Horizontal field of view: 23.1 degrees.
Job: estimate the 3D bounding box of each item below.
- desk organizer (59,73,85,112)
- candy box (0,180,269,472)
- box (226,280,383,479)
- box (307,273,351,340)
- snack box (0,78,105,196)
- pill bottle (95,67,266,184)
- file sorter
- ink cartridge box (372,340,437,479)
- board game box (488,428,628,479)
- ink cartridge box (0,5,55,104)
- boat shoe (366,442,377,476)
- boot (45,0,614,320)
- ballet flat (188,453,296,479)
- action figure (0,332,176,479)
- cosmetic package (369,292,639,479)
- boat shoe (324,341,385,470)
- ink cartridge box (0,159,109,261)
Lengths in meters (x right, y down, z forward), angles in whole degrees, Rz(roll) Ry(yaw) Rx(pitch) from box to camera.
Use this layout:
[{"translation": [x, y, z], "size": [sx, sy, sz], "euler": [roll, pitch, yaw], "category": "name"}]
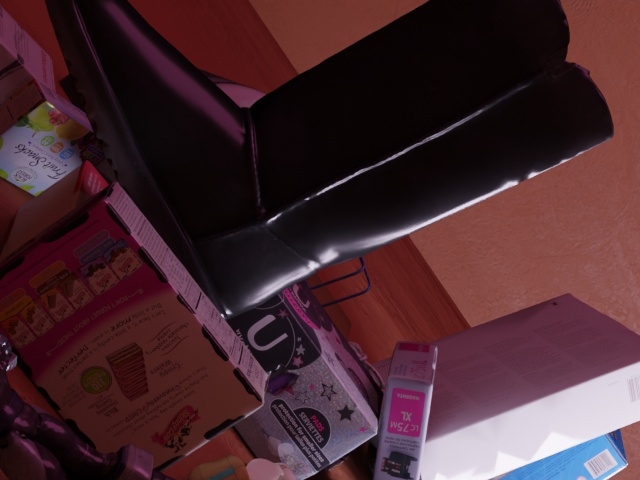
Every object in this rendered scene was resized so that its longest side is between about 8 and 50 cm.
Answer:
[{"translation": [-0.277, -0.163, 2.024], "size": [0.130, 0.047, 0.050], "euler": [57, 8, 6], "category": "desk organizer"}, {"translation": [-0.177, 0.087, 1.394], "size": [0.233, 0.159, 0.071], "euler": [54, 13, -12], "category": "candy box"}, {"translation": [-0.050, 0.141, 1.842], "size": [0.247, 0.142, 0.163], "euler": [54, 10, -6], "category": "box"}, {"translation": [-0.009, 0.098, 2.485], "size": [0.164, 0.021, 0.201], "euler": [54, 10, -7], "category": "box"}, {"translation": [-0.289, -0.101, 1.625], "size": [0.037, 0.100, 0.141], "euler": [60, 12, 28], "category": "snack box"}, {"translation": [-0.126, -0.075, 1.724], "size": [0.210, 0.210, 0.363], "euler": [52, -7, -21], "category": "pill bottle"}, {"translation": [0.000, 0.000, 2.354], "size": [0.118, 0.105, 0.170], "euler": [-111, -179, -52], "category": "file sorter"}, {"translation": [0.093, 0.294, 1.909], "size": [0.186, 0.065, 0.311], "euler": [-56, 152, -79], "category": "ink cartridge box"}, {"translation": [0.299, 0.344, 2.326], "size": [0.086, 0.308, 0.302], "euler": [54, 10, -1], "category": "board game box"}, {"translation": [-0.364, -0.213, 1.757], "size": [0.135, 0.056, 0.099], "euler": [48, 13, -34], "category": "ink cartridge box"}, {"translation": [0.120, 0.343, 2.186], "size": [0.257, 0.095, 0.095], "euler": [-93, 170, -71], "category": "boat shoe"}, {"translation": [0.012, -0.159, 1.464], "size": [0.146, 0.445, 0.367], "euler": [-121, -173, -70], "category": "boot"}, {"translation": [-0.060, 0.261, 1.619], "size": [0.080, 0.073, 0.232], "euler": [60, 11, 19], "category": "ballet flat"}, {"translation": [-0.229, 0.147, 1.176], "size": [0.285, 0.099, 0.185], "euler": [48, 19, -18], "category": "action figure"}, {"translation": [0.254, 0.208, 2.182], "size": [0.284, 0.377, 0.097], "euler": [-139, -147, -65], "category": "cosmetic package"}, {"translation": [0.022, 0.189, 2.116], "size": [0.113, 0.105, 0.306], "euler": [53, 11, -17], "category": "boat shoe"}, {"translation": [-0.197, 0.063, 1.536], "size": [0.237, 0.100, 0.172], "euler": [52, 12, -20], "category": "ink cartridge box"}]
